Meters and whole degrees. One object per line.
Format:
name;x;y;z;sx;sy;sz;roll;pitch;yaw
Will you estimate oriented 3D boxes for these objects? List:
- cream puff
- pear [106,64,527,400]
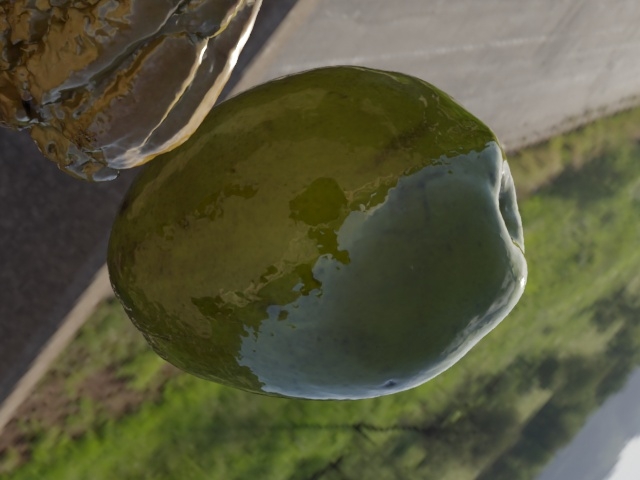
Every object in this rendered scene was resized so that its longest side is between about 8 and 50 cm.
cream puff;-0.106;-0.129;0.616;0.129;0.189;0.189;27;108;-31
pear;0.000;0.000;0.954;0.307;0.253;0.253;-16;177;21
